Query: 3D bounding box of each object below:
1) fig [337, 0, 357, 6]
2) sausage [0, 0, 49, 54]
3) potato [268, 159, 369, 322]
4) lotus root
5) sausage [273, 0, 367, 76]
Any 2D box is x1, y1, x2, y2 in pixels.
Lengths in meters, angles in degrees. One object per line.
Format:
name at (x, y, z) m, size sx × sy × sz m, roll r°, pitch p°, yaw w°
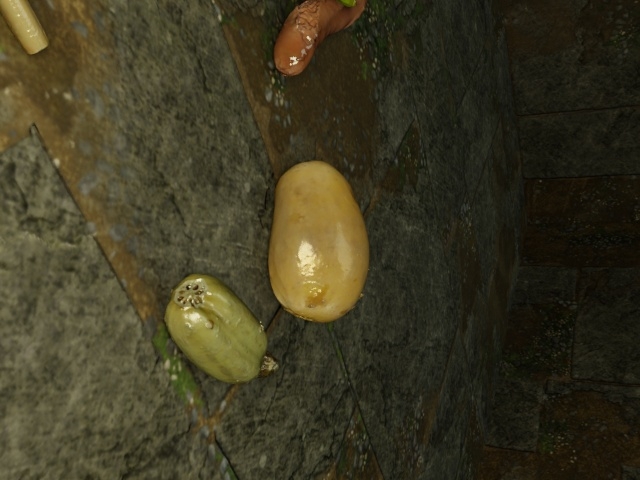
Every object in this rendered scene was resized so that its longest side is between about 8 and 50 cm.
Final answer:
fig at (-0.013, -0.447, 0.887) m, size 0.167 × 0.167 × 0.233 m, roll -62°, pitch 167°, yaw -45°
sausage at (-0.257, -0.212, 0.505) m, size 0.024 × 0.024 × 0.132 m, roll -63°, pitch 144°, yaw -44°
potato at (0.000, 0.000, 0.918) m, size 0.150 × 0.146 × 0.233 m, roll 115°, pitch -21°, yaw -79°
lotus root at (-0.112, 0.110, 0.735) m, size 0.183 × 0.077 × 0.090 m, roll 55°, pitch 49°, yaw -45°
sausage at (0.002, -0.338, 0.986) m, size 0.304 × 0.078 × 0.078 m, roll -55°, pitch 137°, yaw -46°
